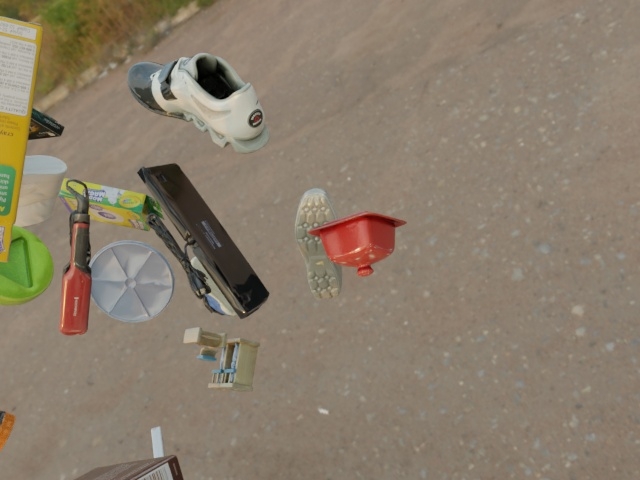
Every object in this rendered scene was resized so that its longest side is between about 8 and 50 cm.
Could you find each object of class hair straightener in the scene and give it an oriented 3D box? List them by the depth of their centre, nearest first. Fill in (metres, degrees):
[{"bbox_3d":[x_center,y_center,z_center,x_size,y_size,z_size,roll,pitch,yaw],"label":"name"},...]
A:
[{"bbox_3d":[-0.354,0.017,1.007,0.047,0.230,0.089,-2,24,-19],"label":"hair straightener"}]

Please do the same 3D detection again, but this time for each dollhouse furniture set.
[{"bbox_3d":[-0.276,0.311,1.816,0.129,0.184,0.129,-16,61,50],"label":"dollhouse furniture set"}]

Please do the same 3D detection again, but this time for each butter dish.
[{"bbox_3d":[0.082,0.015,1.419,0.160,0.160,0.118,-16,75,33],"label":"butter dish"}]

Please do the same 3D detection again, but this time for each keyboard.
[{"bbox_3d":[-0.218,0.003,1.224,0.033,0.317,0.201,-37,-3,21],"label":"keyboard"}]

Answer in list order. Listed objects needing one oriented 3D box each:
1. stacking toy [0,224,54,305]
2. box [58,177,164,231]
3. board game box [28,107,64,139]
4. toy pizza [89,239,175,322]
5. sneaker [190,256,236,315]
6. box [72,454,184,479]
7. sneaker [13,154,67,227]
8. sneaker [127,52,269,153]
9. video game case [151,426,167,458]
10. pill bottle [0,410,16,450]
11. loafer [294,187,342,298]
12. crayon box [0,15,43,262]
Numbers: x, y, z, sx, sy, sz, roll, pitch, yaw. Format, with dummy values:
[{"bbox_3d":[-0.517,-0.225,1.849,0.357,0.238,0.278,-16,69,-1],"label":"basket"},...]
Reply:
[{"bbox_3d":[-0.577,0.027,1.037,0.130,0.279,0.309,-37,3,38],"label":"stacking toy"},{"bbox_3d":[-0.390,-0.063,1.328,0.105,0.179,0.043,102,177,-70],"label":"box"},{"bbox_3d":[-0.617,-0.241,1.399,0.186,0.126,0.026,2,68,37],"label":"board game box"},{"bbox_3d":[-0.435,0.093,1.617,0.201,0.201,0.032,-34,15,8],"label":"toy pizza"},{"bbox_3d":[-0.234,0.101,1.489,0.058,0.152,0.085,-49,17,-29],"label":"sneaker"},{"bbox_3d":[-0.345,0.481,1.187,0.203,0.167,0.168,-18,-2,29],"label":"box"},{"bbox_3d":[-0.707,-0.094,1.509,0.108,0.293,0.169,53,130,36],"label":"sneaker"},{"bbox_3d":[-0.229,-0.289,1.271,0.331,0.146,0.122,27,54,25],"label":"sneaker"},{"bbox_3d":[-0.345,0.600,1.616,0.025,0.285,0.204,-13,14,-13],"label":"video game case"},{"bbox_3d":[-0.749,0.350,1.410,0.130,0.246,0.130,-44,29,32],"label":"pill bottle"},{"bbox_3d":[0.000,0.000,1.710,0.112,0.319,0.111,0,38,5],"label":"loafer"},{"bbox_3d":[-0.499,-0.144,0.928,0.083,0.203,0.322,10,91,64],"label":"crayon box"}]
